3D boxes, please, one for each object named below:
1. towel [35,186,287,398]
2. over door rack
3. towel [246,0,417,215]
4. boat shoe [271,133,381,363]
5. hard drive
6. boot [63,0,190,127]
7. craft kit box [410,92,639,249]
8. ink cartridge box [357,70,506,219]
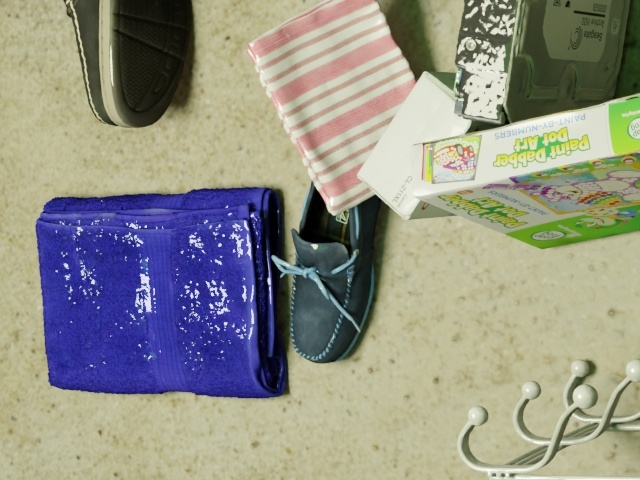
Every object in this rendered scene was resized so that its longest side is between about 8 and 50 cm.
[{"bbox_3d":[-0.181,0.058,2.146,0.308,0.076,0.227,-1,91,32],"label":"towel"},{"bbox_3d":[0.319,0.165,1.745,0.324,0.239,0.108,9,103,32],"label":"over door rack"},{"bbox_3d":[0.030,-0.140,1.945,0.144,0.029,0.197,-30,100,-13],"label":"towel"},{"bbox_3d":[0.000,0.000,2.020,0.109,0.089,0.258,10,98,31],"label":"boat shoe"},{"bbox_3d":[0.218,-0.273,1.782,0.064,0.237,0.338,13,99,31],"label":"hard drive"},{"bbox_3d":[-0.299,-0.293,2.162,0.284,0.138,0.377,-8,85,31],"label":"boot"},{"bbox_3d":[0.248,-0.059,1.765,0.247,0.250,0.061,-9,74,33],"label":"craft kit box"},{"bbox_3d":[0.132,-0.092,1.881,0.072,0.175,0.127,43,113,23],"label":"ink cartridge box"}]
